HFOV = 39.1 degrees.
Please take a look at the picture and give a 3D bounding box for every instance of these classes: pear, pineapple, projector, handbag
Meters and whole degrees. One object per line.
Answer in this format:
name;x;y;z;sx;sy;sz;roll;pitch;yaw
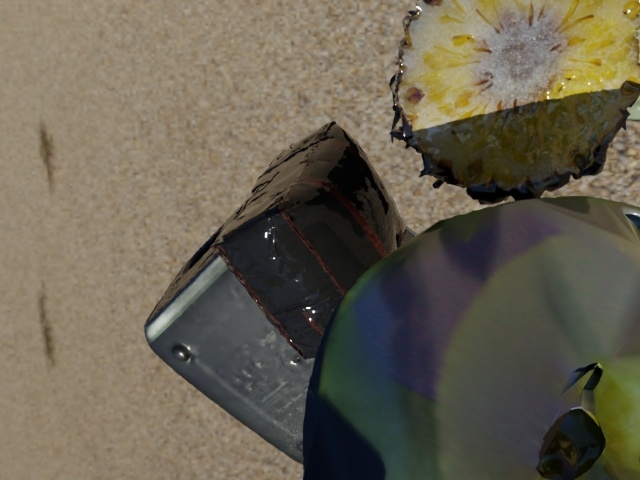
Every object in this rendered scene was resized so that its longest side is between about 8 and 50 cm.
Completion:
pear;0.192;0.172;0.709;0.165;0.398;0.399;81;166;-57
pineapple;0.170;-0.190;0.939;0.272;0.262;0.263;-109;21;-70
projector;-0.013;0.129;1.465;0.395;0.405;0.242;-43;13;32
handbag;0.000;0.000;0.930;0.155;0.215;0.169;-28;110;31

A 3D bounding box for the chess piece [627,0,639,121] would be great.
chess piece;0.467;-0.308;1.307;0.133;0.133;0.243;21;134;59
